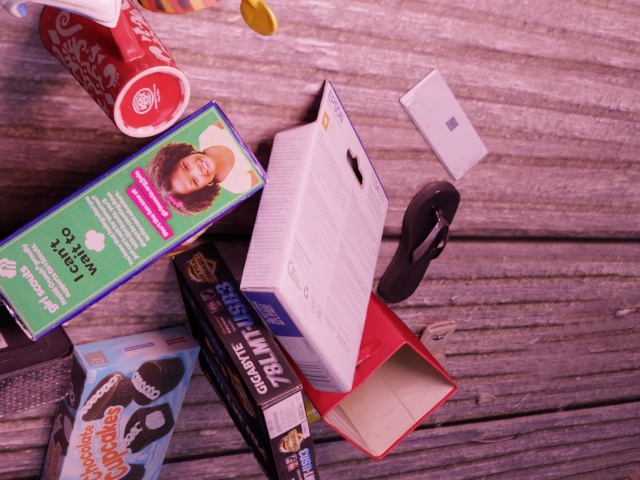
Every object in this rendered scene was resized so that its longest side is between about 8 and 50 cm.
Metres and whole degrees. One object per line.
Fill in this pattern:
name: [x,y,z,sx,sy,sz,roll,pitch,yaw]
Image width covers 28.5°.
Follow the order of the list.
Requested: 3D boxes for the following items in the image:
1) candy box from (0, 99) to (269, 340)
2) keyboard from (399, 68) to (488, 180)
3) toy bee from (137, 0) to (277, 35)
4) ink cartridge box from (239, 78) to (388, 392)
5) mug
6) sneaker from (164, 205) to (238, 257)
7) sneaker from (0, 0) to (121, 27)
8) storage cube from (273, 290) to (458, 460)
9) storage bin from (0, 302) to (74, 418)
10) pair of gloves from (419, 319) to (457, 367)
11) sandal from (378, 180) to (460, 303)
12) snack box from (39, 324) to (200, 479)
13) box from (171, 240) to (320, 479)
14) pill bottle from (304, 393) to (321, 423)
candy box: [-0.229,-0.024,1.492,0.317,0.122,0.268,-36,-175,-5]
keyboard: [0.192,-0.172,1.923,0.072,0.014,0.256,-45,145,-1]
toy bee: [-0.061,-0.331,1.383,0.298,0.162,0.195,-44,134,2]
ink cartridge box: [0.000,0.000,1.773,0.071,0.330,0.324,0,150,21]
mug: [-0.230,-0.204,1.365,0.113,0.169,0.150,-43,145,6]
sneaker: [-0.179,-0.033,1.699,0.185,0.069,0.084,-30,165,-19]
sneaker: [-0.197,-0.337,1.249,0.323,0.130,0.236,-19,126,-15]
storage cube: [0.070,0.204,2.042,0.183,0.193,0.215,-43,137,4]
storage bin: [-0.421,0.156,1.625,0.180,0.122,0.084,-15,138,-31]
pair of gloves: [0.128,0.240,2.287,0.240,0.042,0.204,-16,135,-33]
sandal: [0.173,0.009,2.062,0.097,0.054,0.254,-12,136,-34]
snack box: [-0.309,0.275,1.910,0.187,0.060,0.322,-10,135,-35]
box: [-0.104,0.196,1.807,0.073,0.295,0.293,-24,143,-15]
pill bottle: [-0.053,0.295,2.162,0.116,0.065,0.065,-21,141,-23]
